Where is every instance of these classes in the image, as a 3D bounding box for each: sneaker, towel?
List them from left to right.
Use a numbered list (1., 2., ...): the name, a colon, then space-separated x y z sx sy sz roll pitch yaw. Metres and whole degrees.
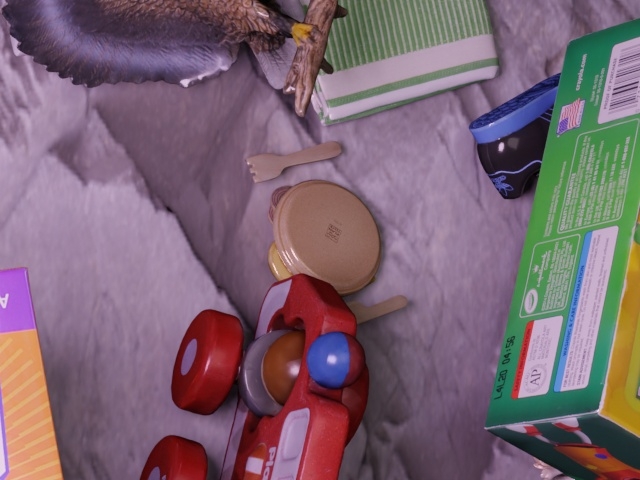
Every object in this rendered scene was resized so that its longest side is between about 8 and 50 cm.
1. towel: 0.044 -0.295 2.059 0.248 0.038 0.325 -17 82 -29
2. sneaker: 0.257 -0.124 2.094 0.232 0.081 0.090 -28 103 -28

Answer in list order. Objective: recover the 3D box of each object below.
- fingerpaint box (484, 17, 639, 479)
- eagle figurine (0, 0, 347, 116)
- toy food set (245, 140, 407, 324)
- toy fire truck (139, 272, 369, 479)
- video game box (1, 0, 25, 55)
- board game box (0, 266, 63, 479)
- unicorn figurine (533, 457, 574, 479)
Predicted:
1. fingerpaint box: 0.382 0.053 1.998 0.371 0.163 0.445 30 62 -32
2. eagle figurine: -0.123 -0.253 1.859 0.298 0.225 0.226 13 24 7
3. toy food set: 0.000 0.000 1.964 0.132 0.038 0.192 -15 78 -35
4. toy fire truck: -0.032 0.176 1.767 0.169 0.254 0.302 20 75 -20
5. video game box: -0.228 -0.291 1.923 0.187 0.048 0.205 -11 82 -30
6. board game box: -0.412 0.246 1.521 0.356 0.356 0.356 -7 79 -27
7. unicorn figurine: 0.287 0.274 2.007 0.111 0.060 0.162 -19 85 -27
